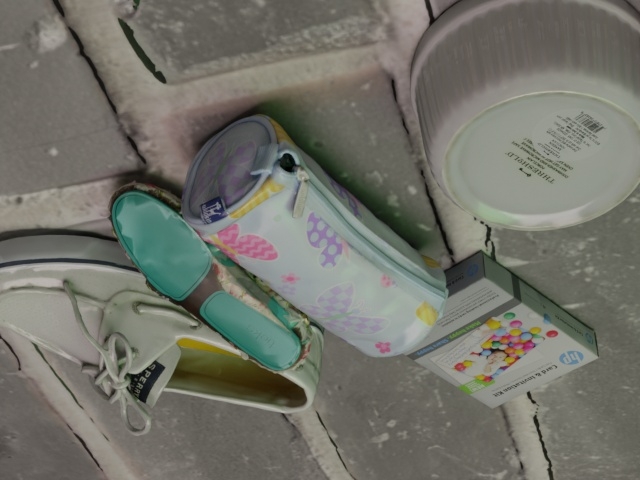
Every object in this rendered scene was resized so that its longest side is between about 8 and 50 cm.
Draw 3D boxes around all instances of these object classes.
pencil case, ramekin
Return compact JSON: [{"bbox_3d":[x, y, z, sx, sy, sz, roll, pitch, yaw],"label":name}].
[{"bbox_3d":[0.000,0.000,1.211,0.124,0.113,0.273,-22,135,31],"label":"pencil case"},{"bbox_3d":[0.177,-0.100,1.092,0.207,0.109,0.207,1,140,1],"label":"ramekin"}]

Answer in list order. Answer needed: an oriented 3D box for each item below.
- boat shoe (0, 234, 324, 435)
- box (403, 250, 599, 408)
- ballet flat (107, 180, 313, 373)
[{"bbox_3d":[-0.173,0.110,1.311,0.367,0.156,0.136,15,138,-16],"label":"boat shoe"},{"bbox_3d":[0.172,0.097,1.382,0.145,0.038,0.186,-32,131,33],"label":"box"},{"bbox_3d":[-0.103,0.032,1.265,0.091,0.077,0.241,-40,102,19],"label":"ballet flat"}]
